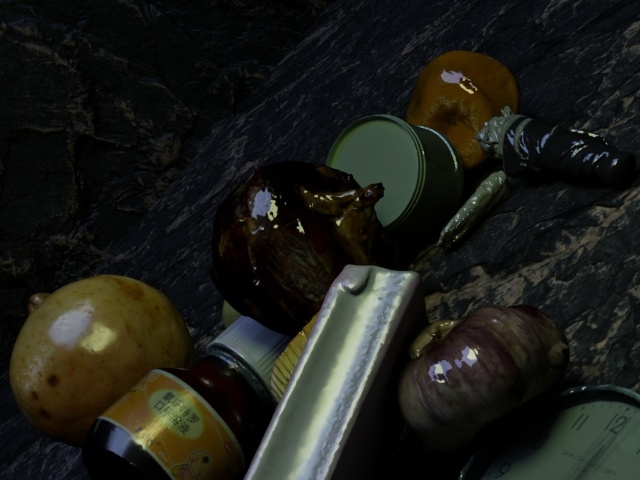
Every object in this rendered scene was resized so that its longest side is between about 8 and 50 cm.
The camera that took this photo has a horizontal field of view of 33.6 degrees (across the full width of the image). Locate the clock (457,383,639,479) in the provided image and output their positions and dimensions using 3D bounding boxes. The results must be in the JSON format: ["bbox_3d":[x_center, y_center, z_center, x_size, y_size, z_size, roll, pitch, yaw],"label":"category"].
[{"bbox_3d":[0.274,0.297,1.210,0.312,0.061,0.312,-37,21,16],"label":"clock"}]

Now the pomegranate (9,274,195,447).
[{"bbox_3d":[-0.467,0.235,2.200,0.410,0.410,0.410,-36,21,16],"label":"pomegranate"}]

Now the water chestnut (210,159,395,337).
[{"bbox_3d":[0.000,0.000,1.807,0.347,0.335,0.335,-40,18,30],"label":"water chestnut"}]

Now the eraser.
[{"bbox_3d":[0.031,0.239,1.407,0.122,0.272,0.359,14,63,20],"label":"eraser"}]

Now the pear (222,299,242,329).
[{"bbox_3d":[-0.118,0.147,2.124,0.167,0.136,0.167,-35,18,13],"label":"pear"}]

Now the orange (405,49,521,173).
[{"bbox_3d":[0.288,-0.263,2.101,0.249,0.249,0.183,-22,10,43],"label":"orange"}]

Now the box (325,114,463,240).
[{"bbox_3d":[0.137,-0.117,2.009,0.226,0.149,0.226,-6,81,39],"label":"box"}]

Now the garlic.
[{"bbox_3d":[0.199,0.163,1.373,0.245,0.160,0.245,-29,-21,-12],"label":"garlic"}]

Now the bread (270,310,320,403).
[{"bbox_3d":[0.043,0.197,1.667,0.250,0.179,0.133,-43,17,-4],"label":"bread"}]

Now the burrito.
[{"bbox_3d":[0.276,-0.051,1.927,0.188,0.058,0.045,-46,46,-14],"label":"burrito"}]

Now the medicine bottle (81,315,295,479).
[{"bbox_3d":[-0.203,0.291,1.839,0.395,0.242,0.242,-47,20,-30],"label":"medicine bottle"}]

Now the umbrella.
[{"bbox_3d":[0.407,-0.145,1.823,0.113,0.106,0.357,-37,29,-14],"label":"umbrella"}]
